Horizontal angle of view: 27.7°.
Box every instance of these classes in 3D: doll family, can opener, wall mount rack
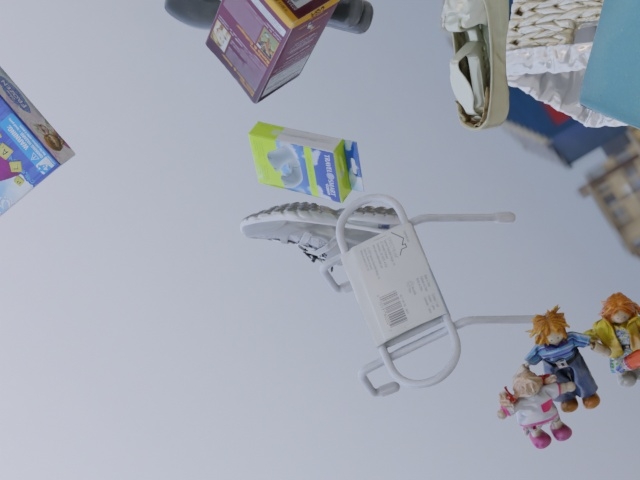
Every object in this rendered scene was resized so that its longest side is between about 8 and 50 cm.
[{"bbox_3d":[0.336,0.146,1.641,0.118,0.263,0.163,-104,-9,-48],"label":"doll family"},{"bbox_3d":[-0.068,-0.308,1.702,0.074,0.280,0.093,4,-82,-67],"label":"can opener"},{"bbox_3d":[0.171,0.071,1.912,0.130,0.304,0.350,56,-169,-52],"label":"wall mount rack"}]

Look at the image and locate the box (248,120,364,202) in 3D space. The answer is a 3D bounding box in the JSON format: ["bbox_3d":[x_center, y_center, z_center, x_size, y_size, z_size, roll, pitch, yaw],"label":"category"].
[{"bbox_3d":[-0.023,-0.124,2.074,0.042,0.178,0.109,-54,-33,-38],"label":"box"}]

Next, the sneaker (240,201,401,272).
[{"bbox_3d":[0.000,0.000,2.175,0.105,0.281,0.115,-36,-52,-74],"label":"sneaker"}]

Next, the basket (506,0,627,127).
[{"bbox_3d":[0.489,-0.337,1.957,0.331,0.328,0.266,16,-102,-53],"label":"basket"}]

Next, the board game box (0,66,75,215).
[{"bbox_3d":[-0.586,-0.151,1.937,0.318,0.318,0.066,50,-158,-8],"label":"board game box"}]

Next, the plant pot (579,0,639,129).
[{"bbox_3d":[0.343,-0.137,0.935,0.166,0.165,0.234,-10,-148,-35],"label":"plant pot"}]

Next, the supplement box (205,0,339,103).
[{"bbox_3d":[-0.060,-0.262,1.550,0.104,0.081,0.188,51,153,8],"label":"supplement box"}]

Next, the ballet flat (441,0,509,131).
[{"bbox_3d":[0.192,-0.252,1.624,0.086,0.086,0.248,-77,-21,-68],"label":"ballet flat"}]
